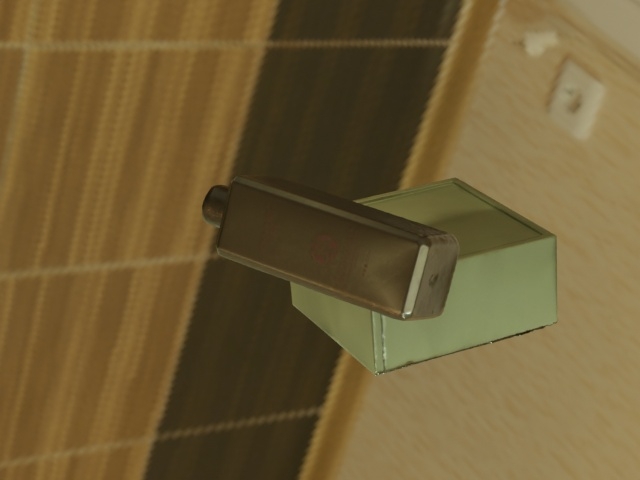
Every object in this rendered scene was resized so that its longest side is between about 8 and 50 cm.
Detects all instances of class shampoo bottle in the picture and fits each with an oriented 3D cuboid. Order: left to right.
[{"bbox_3d":[0.000,0.000,1.442,0.079,0.246,0.080,1,105,-60],"label":"shampoo bottle"}]

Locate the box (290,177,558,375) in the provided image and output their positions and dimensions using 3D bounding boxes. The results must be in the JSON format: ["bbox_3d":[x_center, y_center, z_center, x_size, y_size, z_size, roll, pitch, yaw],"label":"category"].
[{"bbox_3d":[0.110,0.037,1.765,0.225,0.225,0.117,-13,113,-21],"label":"box"}]
